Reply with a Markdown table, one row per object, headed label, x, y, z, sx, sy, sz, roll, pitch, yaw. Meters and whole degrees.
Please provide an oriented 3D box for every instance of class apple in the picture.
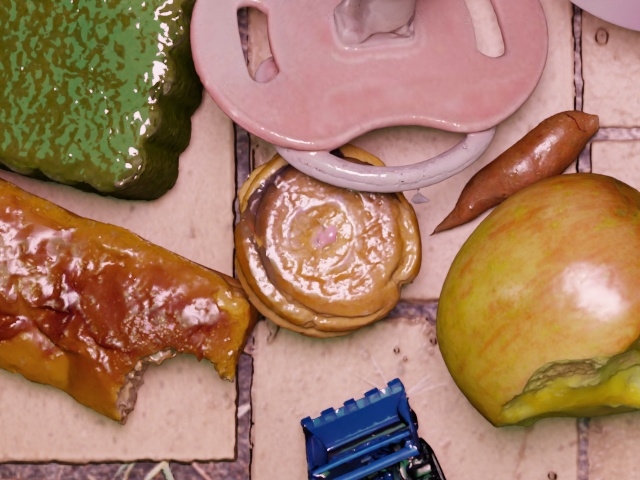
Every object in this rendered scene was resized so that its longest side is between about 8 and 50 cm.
| label | x | y | z | sx | sy | sz | roll | pitch | yaw |
| --- | --- | --- | --- | --- | --- | --- | --- | --- | --- |
| apple | 0.223 | 0.070 | 1.237 | 0.226 | 0.246 | 0.246 | -38 | 83 | 16 |

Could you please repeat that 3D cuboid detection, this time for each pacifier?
| label | x | y | z | sx | sy | sz | roll | pitch | yaw |
| --- | --- | --- | --- | --- | --- | --- | --- | --- | --- |
| pacifier | 0.049 | -0.200 | 1.272 | 0.332 | 0.220 | 0.273 | -7 | 118 | -10 |

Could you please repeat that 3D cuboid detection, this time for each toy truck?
| label | x | y | z | sx | sy | sz | roll | pitch | yaw |
| --- | --- | --- | --- | --- | --- | --- | --- | --- | --- |
| toy truck | 0.062 | 0.245 | 1.315 | 0.113 | 0.126 | 0.208 | -25 | 84 | 7 |

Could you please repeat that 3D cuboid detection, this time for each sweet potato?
| label | x | y | z | sx | sy | sz | roll | pitch | yaw |
| --- | --- | --- | --- | --- | --- | --- | --- | --- | --- |
| sweet potato | 0.182 | -0.062 | 1.343 | 0.195 | 0.056 | 0.056 | -34 | 84 | 10 |

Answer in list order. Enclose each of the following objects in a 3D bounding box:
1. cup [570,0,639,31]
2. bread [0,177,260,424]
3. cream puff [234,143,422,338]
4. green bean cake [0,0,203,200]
| label | x | y | z | sx | sy | sz | roll | pitch | yaw |
| --- | --- | --- | --- | --- | --- | --- | --- | --- | --- |
| cup | 0.322 | -0.359 | 1.149 | 0.253 | 0.371 | 0.253 | 6 | 64 | -12 |
| bread | -0.253 | 0.059 | 1.378 | 0.380 | 0.109 | 0.185 | 22 | 91 | 7 |
| cream puff | 0.000 | 0.000 | 1.328 | 0.189 | 0.129 | 0.189 | 1 | 77 | -5 |
| green bean cake | -0.241 | -0.176 | 1.355 | 0.250 | 0.156 | 0.247 | 14 | 91 | 9 |
